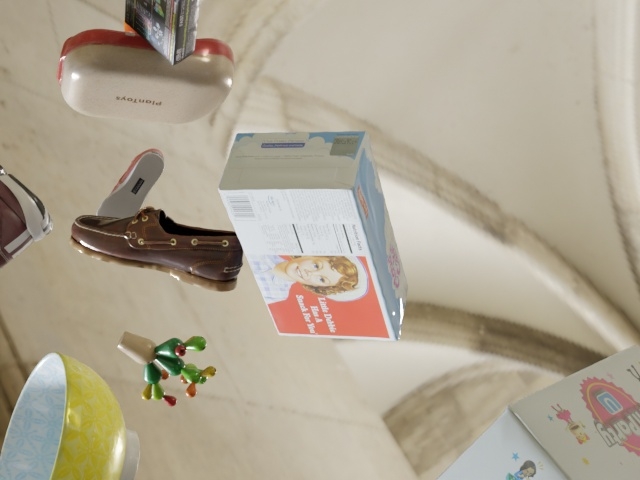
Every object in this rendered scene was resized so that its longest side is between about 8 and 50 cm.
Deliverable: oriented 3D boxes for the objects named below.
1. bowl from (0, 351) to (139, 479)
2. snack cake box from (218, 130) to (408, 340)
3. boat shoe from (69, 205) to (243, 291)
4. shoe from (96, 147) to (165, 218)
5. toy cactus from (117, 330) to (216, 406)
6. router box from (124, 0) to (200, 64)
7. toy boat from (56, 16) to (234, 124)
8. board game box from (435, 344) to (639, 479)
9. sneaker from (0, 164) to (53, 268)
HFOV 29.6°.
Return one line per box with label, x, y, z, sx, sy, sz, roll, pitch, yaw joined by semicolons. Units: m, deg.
bowl;-0.366;0.326;1.819;0.156;0.289;0.289;19;-54;-27
snack cake box;0.000;0.000;1.361;0.152;0.089;0.264;0;-41;17
boat shoe;-0.186;-0.004;1.392;0.073;0.207;0.073;-65;-13;-65
shoe;-0.345;-0.092;2.221;0.178;0.063;0.081;-52;12;7
toy cactus;-0.300;0.236;2.278;0.180;0.112;0.219;29;-36;-12
router box;-0.191;-0.284;1.460;0.038;0.092;0.122;-38;-18;-28
toy boat;-0.228;-0.247;1.603;0.231;0.151;0.151;5;-25;-16
board game box;0.127;0.227;0.901;0.224;0.097;0.303;-10;-35;-54
sneaker;-0.480;-0.057;1.496;0.162;0.281;0.106;-48;-16;-13
